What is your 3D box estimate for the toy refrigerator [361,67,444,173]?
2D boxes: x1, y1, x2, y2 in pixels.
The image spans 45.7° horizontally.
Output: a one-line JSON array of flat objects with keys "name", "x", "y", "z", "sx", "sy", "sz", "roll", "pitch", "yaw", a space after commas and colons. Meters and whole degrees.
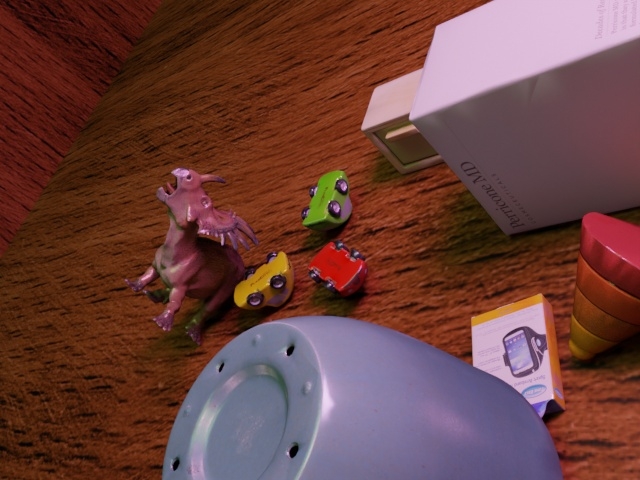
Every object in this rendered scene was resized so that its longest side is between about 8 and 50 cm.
[{"name": "toy refrigerator", "x": 0.193, "y": -0.175, "z": 0.980, "sx": 0.270, "sy": 0.102, "sz": 0.094, "roll": -14, "pitch": 46, "yaw": 41}]

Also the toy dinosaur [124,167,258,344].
[{"name": "toy dinosaur", "x": -0.165, "y": 0.034, "z": 1.108, "sx": 0.127, "sy": 0.295, "sz": 0.200, "roll": 42, "pitch": 85, "yaw": 20}]

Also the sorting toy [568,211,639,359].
[{"name": "sorting toy", "x": 0.291, "y": 0.123, "z": 0.579, "sx": 0.365, "sy": 0.127, "sz": 0.126, "roll": -114, "pitch": 41, "yaw": -53}]

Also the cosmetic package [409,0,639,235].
[{"name": "cosmetic package", "x": 0.306, "y": -0.155, "z": 0.725, "sx": 0.385, "sy": 0.217, "sz": 0.156, "roll": -18, "pitch": 43, "yaw": 40}]

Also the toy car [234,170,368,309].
[{"name": "toy car", "x": 0.000, "y": 0.000, "z": 1.064, "sx": 0.239, "sy": 0.053, "sz": 0.225, "roll": -13, "pitch": 46, "yaw": 41}]

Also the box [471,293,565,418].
[{"name": "box", "x": 0.189, "y": 0.123, "z": 0.736, "sx": 0.081, "sy": 0.028, "sz": 0.136, "roll": -25, "pitch": 41, "yaw": 32}]

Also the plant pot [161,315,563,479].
[{"name": "plant pot", "x": 0.013, "y": 0.197, "z": 0.640, "sx": 0.293, "sy": 0.235, "sz": 0.293, "roll": -32, "pitch": 39, "yaw": 31}]
